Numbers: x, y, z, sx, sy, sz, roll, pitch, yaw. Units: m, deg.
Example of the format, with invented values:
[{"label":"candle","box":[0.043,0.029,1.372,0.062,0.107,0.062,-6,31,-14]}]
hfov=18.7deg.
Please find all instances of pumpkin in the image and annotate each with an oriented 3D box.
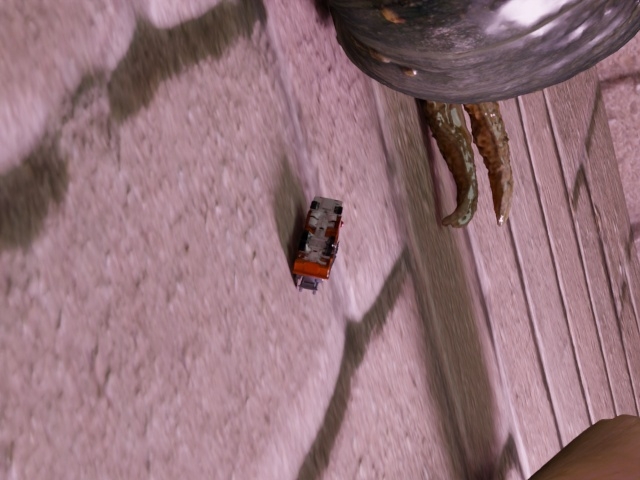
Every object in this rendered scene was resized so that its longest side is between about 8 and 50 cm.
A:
[{"label":"pumpkin","box":[0.106,-0.244,1.317,0.328,0.257,0.291,32,42,-79]}]

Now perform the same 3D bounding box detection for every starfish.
[{"label":"starfish","box":[0.123,-0.190,1.646,0.327,0.094,0.375,-56,139,-37]}]

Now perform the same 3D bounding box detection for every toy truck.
[{"label":"toy truck","box":[0.000,0.000,1.185,0.083,0.024,0.032,-76,174,-55]}]

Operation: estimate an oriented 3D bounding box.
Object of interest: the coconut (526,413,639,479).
[{"label":"coconut","box":[0.250,0.258,1.568,0.259,0.259,0.259,-11,90,-76]}]
